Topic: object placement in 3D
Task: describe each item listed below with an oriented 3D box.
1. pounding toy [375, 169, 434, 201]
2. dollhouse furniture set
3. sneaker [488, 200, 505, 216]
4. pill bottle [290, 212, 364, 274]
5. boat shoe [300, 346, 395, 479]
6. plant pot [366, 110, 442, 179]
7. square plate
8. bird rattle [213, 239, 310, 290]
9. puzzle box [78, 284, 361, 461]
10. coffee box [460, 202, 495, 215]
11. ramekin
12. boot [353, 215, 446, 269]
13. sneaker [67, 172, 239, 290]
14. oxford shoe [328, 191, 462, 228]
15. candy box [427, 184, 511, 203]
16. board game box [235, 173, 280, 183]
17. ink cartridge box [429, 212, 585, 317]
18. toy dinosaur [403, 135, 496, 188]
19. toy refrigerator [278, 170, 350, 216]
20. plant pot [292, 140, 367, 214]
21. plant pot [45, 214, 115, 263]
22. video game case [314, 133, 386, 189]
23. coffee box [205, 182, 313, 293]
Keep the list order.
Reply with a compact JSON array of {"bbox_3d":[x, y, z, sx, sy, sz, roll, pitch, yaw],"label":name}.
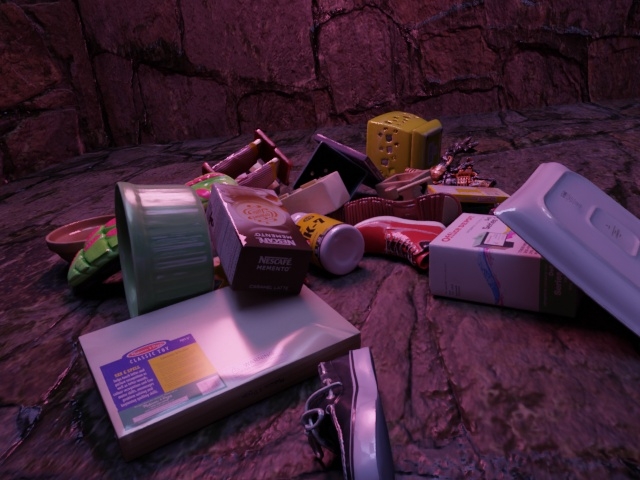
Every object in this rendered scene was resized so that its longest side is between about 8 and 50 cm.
[{"bbox_3d":[0.255,-0.134,1.608,0.181,0.094,0.206,-3,18,40],"label":"pounding toy"},{"bbox_3d":[-0.215,-0.135,1.621,0.201,0.152,0.374,-38,-13,-20],"label":"dollhouse furniture set"},{"bbox_3d":[0.525,-0.019,1.210,0.299,0.121,0.112,25,6,43],"label":"sneaker"},{"bbox_3d":[0.000,0.000,1.321,0.119,0.119,0.208,-19,23,-29],"label":"pill bottle"},{"bbox_3d":[0.029,0.229,0.706,0.104,0.113,0.306,-13,17,4],"label":"boat shoe"},{"bbox_3d":[0.307,-0.328,1.967,0.207,0.228,0.227,15,29,31],"label":"plant pot"},{"bbox_3d":[0.500,-0.001,0.965,0.344,0.049,0.347,43,39,12],"label":"square plate"},{"bbox_3d":[-0.152,0.050,1.214,0.207,0.143,0.253,9,24,40],"label":"bird rattle"},{"bbox_3d":[-0.173,0.180,0.936,0.408,0.052,0.272,-18,32,-27],"label":"puzzle box"},{"bbox_3d":[0.388,-0.089,1.540,0.184,0.040,0.113,-3,19,10],"label":"coffee box"},{"bbox_3d":[-0.321,0.027,1.120,0.148,0.303,0.303,-8,19,-24],"label":"ramekin"},{"bbox_3d":[0.179,0.012,1.280,0.244,0.088,0.176,0,23,9],"label":"boot"},{"bbox_3d":[-0.395,0.018,1.349,0.482,0.202,0.185,-25,31,1],"label":"sneaker"},{"bbox_3d":[0.196,-0.048,1.444,0.348,0.123,0.130,-3,-6,16],"label":"oxford shoe"},{"bbox_3d":[0.404,-0.126,1.501,0.205,0.027,0.105,2,16,-3],"label":"candy box"},{"bbox_3d":[-0.289,-0.201,2.045,0.242,0.064,0.316,-5,20,6],"label":"board game box"},{"bbox_3d":[0.379,0.038,1.088,0.278,0.117,0.201,7,25,34],"label":"ink cartridge box"},{"bbox_3d":[0.407,-0.212,1.734,0.322,0.164,0.218,32,55,28],"label":"toy dinosaur"},{"bbox_3d":[-0.064,-0.094,1.500,0.269,0.094,0.102,-21,11,32],"label":"toy refrigerator"},{"bbox_3d":[0.012,-0.190,1.704,0.165,0.165,0.234,32,2,-11],"label":"plant pot"},{"bbox_3d":[-0.616,0.013,1.510,0.237,0.110,0.237,-6,19,2],"label":"plant pot"},{"bbox_3d":[0.113,-0.231,1.722,0.196,0.026,0.274,30,-5,31],"label":"video game case"},{"bbox_3d":[-0.127,-0.009,1.066,0.141,0.098,0.246,4,30,-28],"label":"coffee box"}]
